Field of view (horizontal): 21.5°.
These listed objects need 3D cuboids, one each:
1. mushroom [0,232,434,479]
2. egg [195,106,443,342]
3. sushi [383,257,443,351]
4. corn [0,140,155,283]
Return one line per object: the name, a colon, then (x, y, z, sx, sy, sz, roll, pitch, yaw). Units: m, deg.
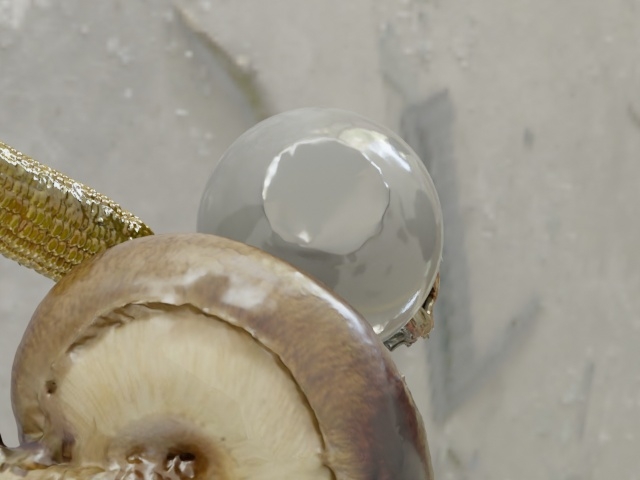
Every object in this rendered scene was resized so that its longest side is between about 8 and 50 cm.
mushroom: (-0.072, 0.139, 1.009, 0.163, 0.278, 0.297, -91, 177, -79)
egg: (0.000, 0.000, 1.204, 0.232, 0.176, 0.176, 83, 25, -70)
sushi: (0.050, -0.012, 1.559, 0.226, 0.097, 0.103, 62, 10, -3)
corn: (-0.180, -0.013, 1.085, 0.207, 0.068, 0.068, 31, 70, -45)
